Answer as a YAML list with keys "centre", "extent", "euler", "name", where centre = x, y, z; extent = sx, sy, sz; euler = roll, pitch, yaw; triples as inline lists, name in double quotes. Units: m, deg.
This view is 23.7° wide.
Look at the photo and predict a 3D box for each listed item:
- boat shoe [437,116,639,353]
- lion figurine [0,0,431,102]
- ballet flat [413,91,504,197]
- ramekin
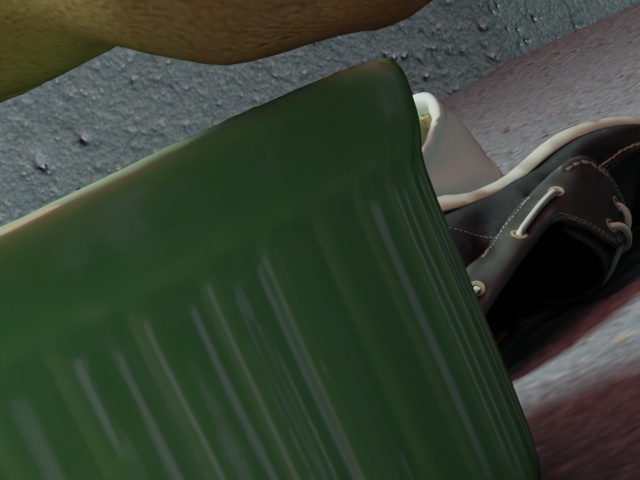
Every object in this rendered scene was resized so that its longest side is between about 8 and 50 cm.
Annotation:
- centre: [0.116, 0.003, 0.751]
  extent: [0.233, 0.084, 0.079]
  euler: [-25, 40, -38]
  name: "boat shoe"
- centre: [-0.077, -0.081, 0.428]
  extent: [0.392, 0.142, 0.240]
  euler: [-20, 13, 38]
  name: "lion figurine"
- centre: [0.000, 0.000, 0.981]
  extent: [0.139, 0.139, 0.400]
  euler: [-26, 7, 35]
  name: "ballet flat"
- centre: [-0.077, 0.075, 0.498]
  extent: [0.303, 0.148, 0.303]
  euler: [-27, 2, 1]
  name: "ramekin"
